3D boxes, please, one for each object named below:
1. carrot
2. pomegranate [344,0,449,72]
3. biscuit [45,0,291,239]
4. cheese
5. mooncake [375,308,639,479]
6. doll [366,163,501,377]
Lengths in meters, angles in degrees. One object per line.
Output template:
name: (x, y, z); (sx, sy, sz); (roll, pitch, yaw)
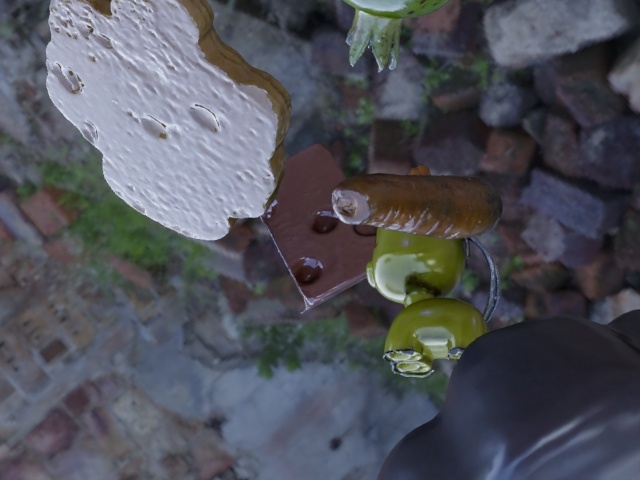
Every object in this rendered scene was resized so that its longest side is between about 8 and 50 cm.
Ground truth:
carrot: (0.085, -0.031, 0.974); (0.060, 0.186, 0.060); (-3, 87, 52)
pomegranate: (0.111, -0.438, 1.763); (0.260, 0.260, 0.341); (29, 119, 50)
biscuit: (-0.150, -0.132, 1.090); (0.269, 0.051, 0.376); (26, 149, 9)
cheese: (-0.011, -0.018, 1.368); (0.177, 0.128, 0.203); (61, 177, 4)
mooncake: (0.150, 0.156, 0.590); (0.245, 0.245, 0.133); (56, 177, -28)
doll: (0.113, 0.028, 1.154); (0.135, 0.221, 0.143); (-8, 153, 18)
